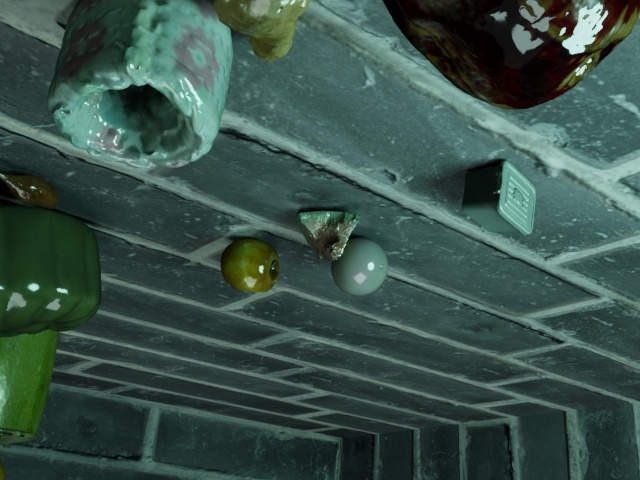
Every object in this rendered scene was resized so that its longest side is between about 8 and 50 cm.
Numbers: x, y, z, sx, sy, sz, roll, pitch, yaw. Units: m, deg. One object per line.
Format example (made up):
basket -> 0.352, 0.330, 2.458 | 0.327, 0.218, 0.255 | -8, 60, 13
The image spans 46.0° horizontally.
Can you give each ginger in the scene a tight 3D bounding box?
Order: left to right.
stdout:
ginger -> -0.065, -0.234, 0.784 | 0.096, 0.067, 0.165 | -14, 160, -15

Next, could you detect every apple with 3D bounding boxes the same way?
apple -> -0.131, 0.045, 1.411 | 0.102, 0.099, 0.114 | 6, -176, 17

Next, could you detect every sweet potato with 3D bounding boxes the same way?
sweet potato -> -0.476, -0.088, 1.214 | 0.049, 0.049, 0.117 | -9, 155, 26

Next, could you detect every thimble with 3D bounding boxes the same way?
thimble -> -0.192, -0.183, 0.822 | 0.186, 0.149, 0.211 | 10, 157, -11

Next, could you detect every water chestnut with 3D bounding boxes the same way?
water chestnut -> 0.163, -0.224, 0.597 | 0.224, 0.223, 0.238 | 20, 137, -34

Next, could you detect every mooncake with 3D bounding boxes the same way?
mooncake -> -0.553, 0.070, 1.290 | 0.352, 0.187, 0.351 | -6, 163, -2

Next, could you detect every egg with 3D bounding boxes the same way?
egg -> 0.071, 0.049, 1.379 | 0.103, 0.103, 0.135 | 6, 158, -7

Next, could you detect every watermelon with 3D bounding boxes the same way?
watermelon -> 0.002, -0.008, 1.313 | 0.101, 0.080, 0.155 | 15, 171, -4

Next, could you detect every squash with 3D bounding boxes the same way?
squash -> -0.670, 0.216, 1.527 | 0.263, 0.384, 0.263 | 2, 158, 1

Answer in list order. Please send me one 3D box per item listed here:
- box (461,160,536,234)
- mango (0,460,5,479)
box -> 0.268, -0.060, 1.133 | 0.069, 0.084, 0.122 | -6, 155, 39
mango -> -0.700, 0.456, 1.435 | 0.176, 0.139, 0.254 | 9, 162, -26
